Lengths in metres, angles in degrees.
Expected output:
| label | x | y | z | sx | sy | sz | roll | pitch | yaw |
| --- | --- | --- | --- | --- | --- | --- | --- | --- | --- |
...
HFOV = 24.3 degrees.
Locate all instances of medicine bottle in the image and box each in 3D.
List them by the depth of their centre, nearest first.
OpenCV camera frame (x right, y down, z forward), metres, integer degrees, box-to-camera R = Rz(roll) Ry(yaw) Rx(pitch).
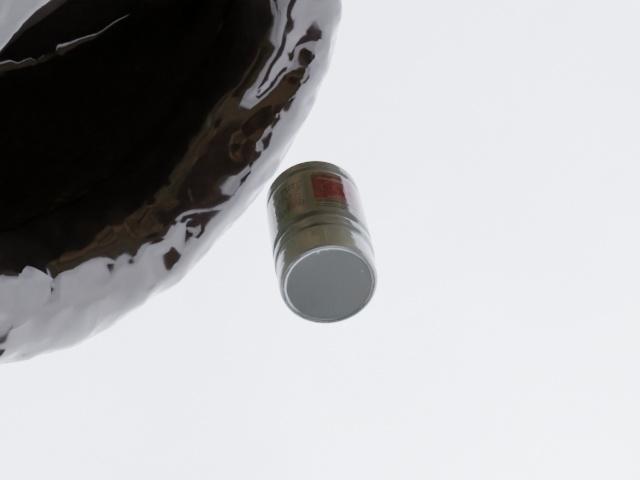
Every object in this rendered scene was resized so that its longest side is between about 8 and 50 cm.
| label | x | y | z | sx | sy | sz | roll | pitch | yaw |
| --- | --- | --- | --- | --- | --- | --- | --- | --- | --- |
| medicine bottle | 0.000 | 0.000 | 0.866 | 0.058 | 0.058 | 0.091 | -24 | -146 | 9 |

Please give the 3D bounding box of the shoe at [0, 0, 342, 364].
| label | x | y | z | sx | sy | sz | roll | pitch | yaw |
| --- | --- | --- | --- | --- | --- | --- | --- | --- | --- |
| shoe | -0.096 | -0.111 | 0.545 | 0.237 | 0.171 | 0.384 | 19 | -138 | 23 |
